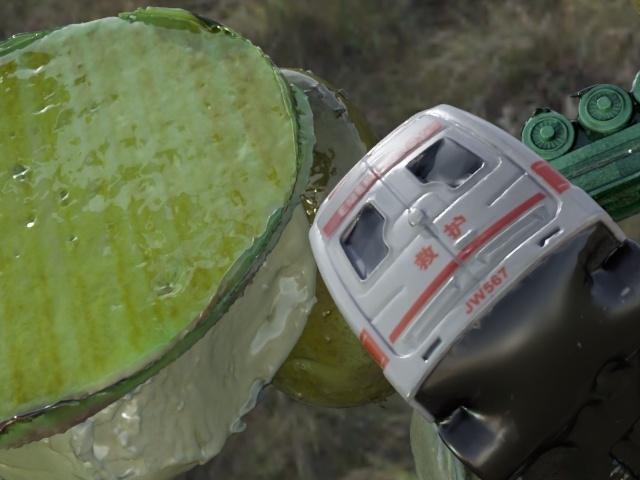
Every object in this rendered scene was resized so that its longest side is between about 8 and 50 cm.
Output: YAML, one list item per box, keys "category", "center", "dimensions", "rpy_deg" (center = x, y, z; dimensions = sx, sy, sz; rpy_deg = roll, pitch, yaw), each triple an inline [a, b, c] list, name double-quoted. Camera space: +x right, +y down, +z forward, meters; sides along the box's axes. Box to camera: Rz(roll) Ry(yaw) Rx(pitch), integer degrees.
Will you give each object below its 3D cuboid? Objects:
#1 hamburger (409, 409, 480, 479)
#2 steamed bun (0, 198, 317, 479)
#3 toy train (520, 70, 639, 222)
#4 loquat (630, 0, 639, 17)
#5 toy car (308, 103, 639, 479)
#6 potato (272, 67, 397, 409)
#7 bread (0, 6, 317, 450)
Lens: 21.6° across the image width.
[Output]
- category: "hamburger"
  center: [0.093, 0.150, 1.125]
  dimensions: [0.054, 0.084, 0.121]
  rpy_deg: [2, 54, -5]
- category: "steamed bun"
  center: [-0.189, 0.025, 1.353]
  dimensions: [0.312, 0.233, 0.334]
  rpy_deg: [5, 50, 32]
- category: "toy train"
  center: [0.222, -0.060, 1.222]
  dimensions: [0.170, 0.071, 0.111]
  rpy_deg: [-23, 55, 5]
- category: "loquat"
  center: [0.307, -0.218, 1.236]
  dimensions: [0.179, 0.179, 0.227]
  rpy_deg: [-10, 28, 1]
- category: "toy car"
  center: [0.085, 0.045, 0.570]
  dimensions: [0.089, 0.209, 0.108]
  rpy_deg: [-46, 43, 2]
- category: "potato"
  center: [-0.012, -0.010, 1.673]
  dimensions: [0.219, 0.359, 0.269]
  rpy_deg: [-35, 30, -21]
- category: "bread"
  center: [-0.141, -0.014, 0.880]
  dimensions: [0.301, 0.045, 0.301]
  rpy_deg: [-14, 47, 15]
